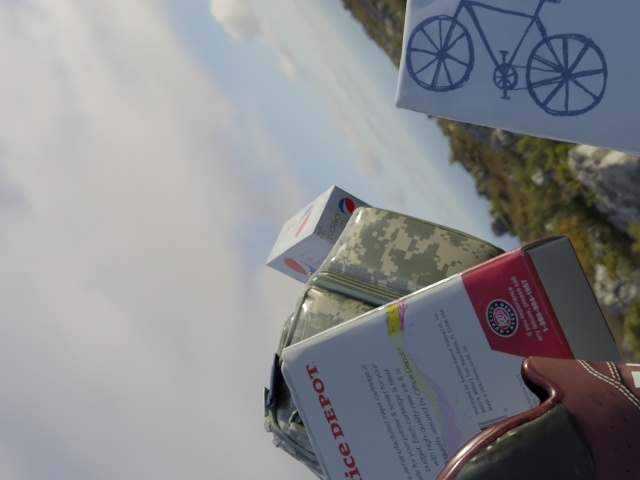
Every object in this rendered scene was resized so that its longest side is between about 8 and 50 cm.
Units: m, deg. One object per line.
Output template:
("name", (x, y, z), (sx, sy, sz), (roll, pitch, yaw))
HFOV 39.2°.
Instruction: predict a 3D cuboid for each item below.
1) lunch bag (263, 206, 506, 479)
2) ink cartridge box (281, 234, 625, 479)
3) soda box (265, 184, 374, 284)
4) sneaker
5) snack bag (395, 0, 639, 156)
("lunch bag", (0.085, 0.150, 0.902), (0.213, 0.256, 0.305), (17, 155, 31))
("ink cartridge box", (0.080, 0.088, 0.523), (0.072, 0.175, 0.127), (-14, -100, -55))
("soda box", (0.000, 0.000, 1.150), (0.074, 0.069, 0.216), (28, 162, -11))
("sneaker", (0.106, 0.184, 0.399), (0.106, 0.163, 0.281), (74, -153, -79))
("snack bag", (0.220, -0.277, 0.926), (0.323, 0.342, 0.037), (17, -157, 38))
